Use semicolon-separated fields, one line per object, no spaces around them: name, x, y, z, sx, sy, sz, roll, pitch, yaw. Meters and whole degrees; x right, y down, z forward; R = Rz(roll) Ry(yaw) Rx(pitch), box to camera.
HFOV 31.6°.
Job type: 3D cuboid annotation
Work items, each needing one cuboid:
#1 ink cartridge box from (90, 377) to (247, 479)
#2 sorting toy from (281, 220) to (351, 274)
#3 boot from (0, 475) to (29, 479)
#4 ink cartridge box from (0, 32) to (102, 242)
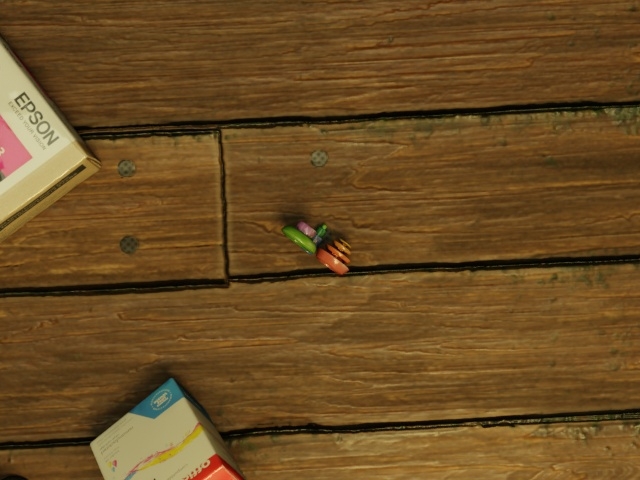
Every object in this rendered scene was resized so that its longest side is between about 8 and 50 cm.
ink cartridge box;-0.168;0.282;1.317;0.134;0.231;0.078;-39;127;-3
sorting toy;0.000;0.000;1.423;0.102;0.061;0.042;37;85;-19
boot;-0.324;0.376;1.337;0.246;0.161;0.083;38;86;4
ink cartridge box;-0.427;-0.132;1.426;0.193;0.088;0.234;-38;85;-2
